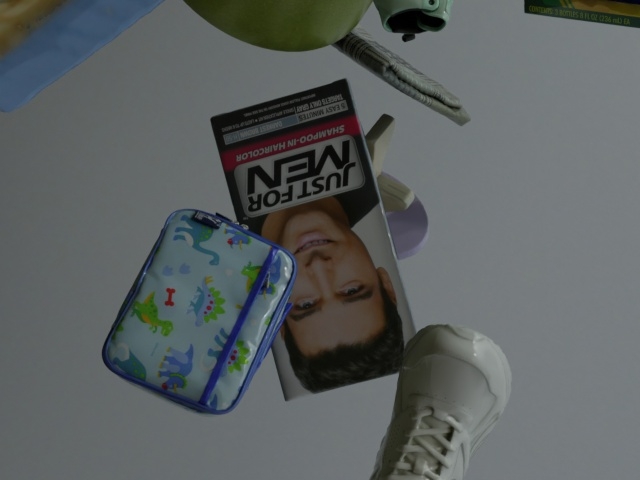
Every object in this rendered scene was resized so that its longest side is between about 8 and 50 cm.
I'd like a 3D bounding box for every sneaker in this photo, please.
[{"bbox_3d":[0.193,-0.360,1.063,0.255,0.094,0.151,-13,-111,7],"label":"sneaker"},{"bbox_3d":[0.086,0.168,0.600,0.115,0.090,0.232,-58,161,-49],"label":"sneaker"}]

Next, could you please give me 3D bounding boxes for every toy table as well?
[{"bbox_3d":[0.068,-0.092,1.401,0.274,0.161,0.252,18,-114,20],"label":"toy table"}]

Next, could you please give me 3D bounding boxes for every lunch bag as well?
[{"bbox_3d":[-0.133,0.084,0.891,0.219,0.176,0.090,-64,-178,-18],"label":"lunch bag"}]

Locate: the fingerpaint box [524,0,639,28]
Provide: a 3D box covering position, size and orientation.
[{"bbox_3d":[0.592,-0.571,1.352,0.444,0.371,0.163,19,-127,30],"label":"fingerpaint box"}]

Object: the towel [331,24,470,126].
[{"bbox_3d":[0.084,-0.319,1.284,0.312,0.324,0.056,42,-74,30],"label":"towel"}]

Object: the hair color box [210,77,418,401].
[{"bbox_3d":[0.000,0.000,1.009,0.185,0.113,0.375,-15,-91,5],"label":"hair color box"}]

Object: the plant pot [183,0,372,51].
[{"bbox_3d":[0.000,-0.374,0.731,0.293,0.274,0.275,-34,-141,60],"label":"plant pot"}]

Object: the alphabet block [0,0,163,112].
[{"bbox_3d":[-0.156,-0.223,0.382,0.193,0.192,0.197,-25,-133,25],"label":"alphabet block"}]
